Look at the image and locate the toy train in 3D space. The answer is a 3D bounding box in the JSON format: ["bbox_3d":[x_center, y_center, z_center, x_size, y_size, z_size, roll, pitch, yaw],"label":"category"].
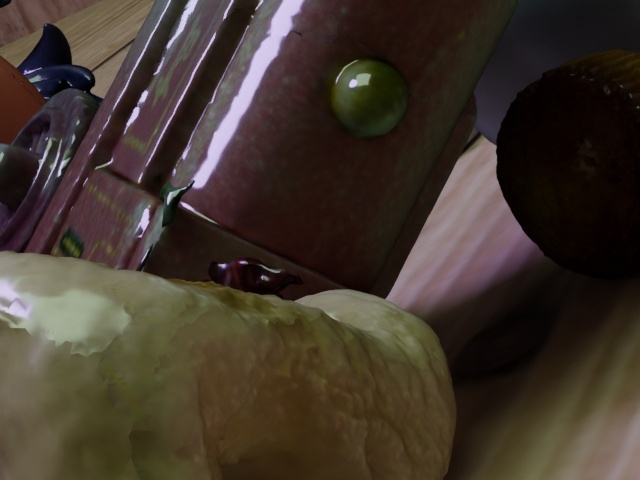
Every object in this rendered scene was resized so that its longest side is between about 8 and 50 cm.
[{"bbox_3d":[-0.015,-0.049,0.608,0.304,0.150,0.221,-64,22,0],"label":"toy train"}]

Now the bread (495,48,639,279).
[{"bbox_3d":[0.103,-0.027,0.631,0.085,0.085,0.053,-12,14,47],"label":"bread"}]

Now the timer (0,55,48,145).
[{"bbox_3d":[-0.231,0.000,0.854,0.215,0.230,0.229,3,33,45],"label":"timer"}]

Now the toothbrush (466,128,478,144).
[{"bbox_3d":[0.000,0.000,0.824,0.025,0.030,0.307,-5,27,39],"label":"toothbrush"}]

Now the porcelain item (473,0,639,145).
[{"bbox_3d":[0.227,-0.162,0.675,0.405,0.178,0.242,-21,17,43],"label":"porcelain item"}]

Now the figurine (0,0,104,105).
[{"bbox_3d":[-0.277,-0.075,1.321,0.265,0.197,0.175,-42,-16,-34],"label":"figurine"}]

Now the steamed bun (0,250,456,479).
[{"bbox_3d":[-0.028,0.074,0.428,0.140,0.172,0.155,1,13,43],"label":"steamed bun"}]
